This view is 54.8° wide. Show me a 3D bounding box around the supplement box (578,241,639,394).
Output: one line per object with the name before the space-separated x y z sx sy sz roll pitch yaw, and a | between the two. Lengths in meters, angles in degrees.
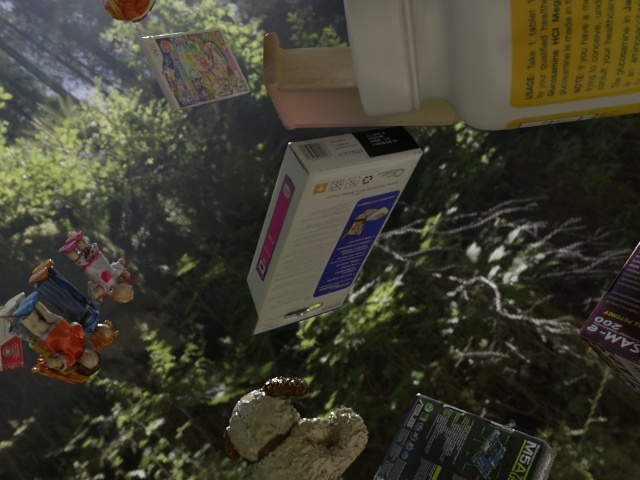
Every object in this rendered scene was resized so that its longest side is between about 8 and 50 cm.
supplement box | 0.372 0.037 0.606 0.130 0.073 0.239 40 -97 -31

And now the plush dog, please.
plush dog | -0.075 0.380 1.138 0.262 0.225 0.210 -47 -13 11

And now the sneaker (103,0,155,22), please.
sneaker | -0.174 -0.249 0.566 0.067 0.175 0.064 10 -95 -33

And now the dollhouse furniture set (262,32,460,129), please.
dollhouse furniture set | 0.066 -0.369 0.845 0.362 0.256 0.394 59 -149 -80

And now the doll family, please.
doll family | -0.377 0.118 0.930 0.118 0.163 0.263 -28 26 18

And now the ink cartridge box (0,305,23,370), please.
ink cartridge box | -0.614 0.181 1.093 0.150 0.109 0.063 -5 -14 -27

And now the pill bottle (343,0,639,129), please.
pill bottle | 0.189 -0.182 0.443 0.188 0.333 0.188 -6 -90 -80

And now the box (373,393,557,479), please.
box | 0.151 0.294 0.720 0.045 0.184 0.191 48 -116 -39

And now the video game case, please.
video game case | -0.145 -0.204 0.729 0.011 0.087 0.122 -22 5 43

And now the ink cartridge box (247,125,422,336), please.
ink cartridge box | 0.000 0.000 0.896 0.175 0.069 0.371 -14 -35 -29
